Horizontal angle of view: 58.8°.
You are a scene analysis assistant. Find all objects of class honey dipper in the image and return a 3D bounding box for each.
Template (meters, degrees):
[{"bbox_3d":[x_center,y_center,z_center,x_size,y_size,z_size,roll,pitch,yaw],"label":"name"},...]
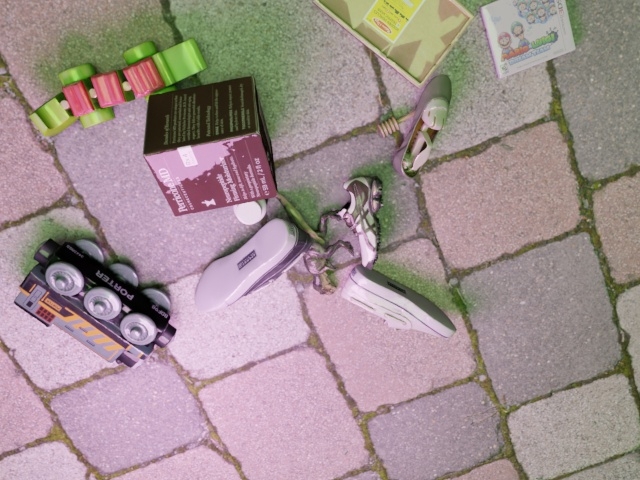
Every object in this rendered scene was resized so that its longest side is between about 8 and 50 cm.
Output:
[{"bbox_3d":[0.192,-0.257,1.145,0.160,0.030,0.030,-27,108,3],"label":"honey dipper"}]

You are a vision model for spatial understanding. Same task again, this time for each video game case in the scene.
[{"bbox_3d":[0.403,-0.412,1.103,0.157,0.019,0.143,-20,109,5],"label":"video game case"}]

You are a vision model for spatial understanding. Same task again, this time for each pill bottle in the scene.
[{"bbox_3d":[-0.141,-0.073,1.143,0.067,0.120,0.067,-1,109,-3],"label":"pill bottle"}]

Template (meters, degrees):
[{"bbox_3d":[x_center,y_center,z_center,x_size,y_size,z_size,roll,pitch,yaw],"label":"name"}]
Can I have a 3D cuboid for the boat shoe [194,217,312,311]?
[{"bbox_3d":[-0.143,0.064,1.202,0.301,0.108,0.102,-39,142,23],"label":"boat shoe"}]

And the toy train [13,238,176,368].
[{"bbox_3d":[-0.472,0.140,1.203,0.334,0.142,0.190,40,115,-16],"label":"toy train"}]

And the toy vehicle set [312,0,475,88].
[{"bbox_3d":[0.138,-0.437,1.073,0.266,0.035,0.166,35,104,-13],"label":"toy vehicle set"}]

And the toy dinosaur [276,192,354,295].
[{"bbox_3d":[0.000,0.000,1.210,0.118,0.064,0.268,-21,106,12],"label":"toy dinosaur"}]

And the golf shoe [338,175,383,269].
[{"bbox_3d":[0.084,-0.037,1.196,0.093,0.077,0.198,1,99,2],"label":"golf shoe"}]

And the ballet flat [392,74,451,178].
[{"bbox_3d":[0.212,-0.217,1.119,0.072,0.068,0.213,9,120,-27],"label":"ballet flat"}]

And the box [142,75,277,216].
[{"bbox_3d":[-0.197,-0.173,1.052,0.203,0.167,0.168,-11,142,1],"label":"box"}]

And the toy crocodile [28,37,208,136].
[{"bbox_3d":[-0.379,-0.289,1.065,0.340,0.105,0.115,-18,109,3],"label":"toy crocodile"}]

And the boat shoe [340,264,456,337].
[{"bbox_3d":[0.170,0.154,1.252,0.267,0.096,0.088,28,110,-10],"label":"boat shoe"}]
